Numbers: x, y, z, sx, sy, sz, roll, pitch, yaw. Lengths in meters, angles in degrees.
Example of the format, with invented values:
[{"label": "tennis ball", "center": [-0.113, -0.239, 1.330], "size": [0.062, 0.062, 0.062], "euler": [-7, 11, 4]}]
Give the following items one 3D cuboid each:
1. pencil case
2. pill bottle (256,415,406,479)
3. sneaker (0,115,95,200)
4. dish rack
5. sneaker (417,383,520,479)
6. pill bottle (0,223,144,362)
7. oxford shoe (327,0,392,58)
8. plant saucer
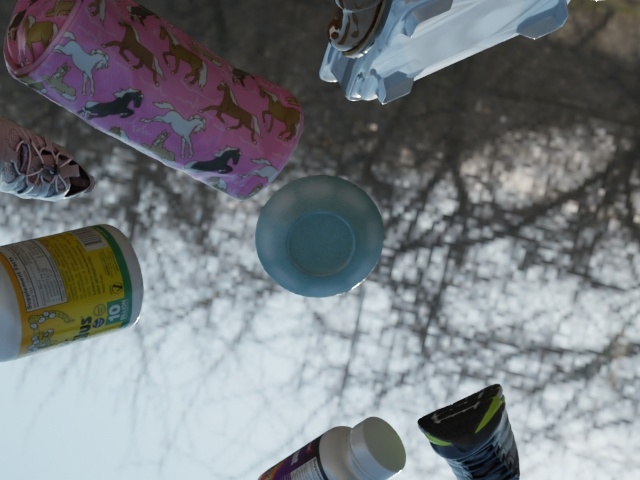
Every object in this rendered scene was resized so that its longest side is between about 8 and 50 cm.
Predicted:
[{"label": "pencil case", "center": [-0.201, -0.196, 1.802], "size": [0.386, 0.167, 0.160], "euler": [31, -159, -35]}, {"label": "pill bottle", "center": [0.015, 0.305, 1.853], "size": [0.108, 0.193, 0.108], "euler": [35, -145, -29]}, {"label": "sneaker", "center": [-0.385, -0.109, 1.943], "size": [0.115, 0.105, 0.281], "euler": [7, 179, 9]}, {"label": "dish rack", "center": [0.170, -0.257, 1.535], "size": [0.333, 0.072, 0.285], "euler": [-24, 167, -16]}, {"label": "sneaker", "center": [0.194, 0.245, 1.717], "size": [0.111, 0.121, 0.300], "euler": [-26, 170, 8]}, {"label": "pill bottle", "center": [-0.297, 0.058, 1.468], "size": [0.208, 0.117, 0.117], "euler": [-14, -157, -34]}, {"label": "oxford shoe", "center": [0.028, -0.220, 1.157], "size": [0.076, 0.076, 0.212], "euler": [6, 153, -9]}, {"label": "plant saucer", "center": [0.000, 0.000, 2.135], "size": [0.195, 0.195, 0.037], "euler": [11, -164, -8]}]
